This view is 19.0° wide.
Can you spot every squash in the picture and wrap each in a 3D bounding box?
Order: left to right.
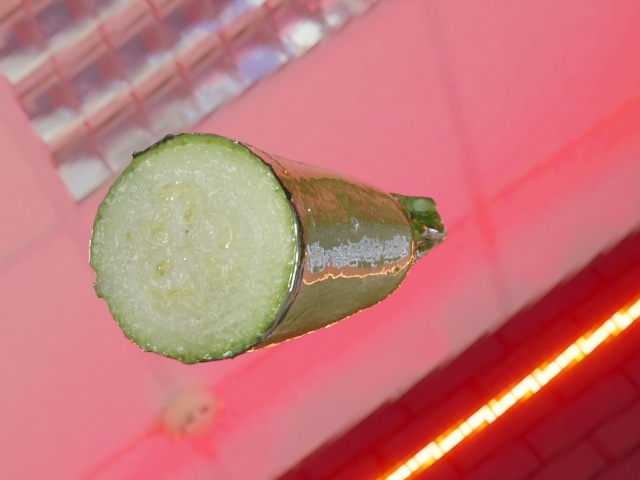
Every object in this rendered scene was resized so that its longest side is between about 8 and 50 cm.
[{"bbox_3d":[0.000,0.000,0.839,0.094,0.094,0.224,-53,-21,19],"label":"squash"}]
